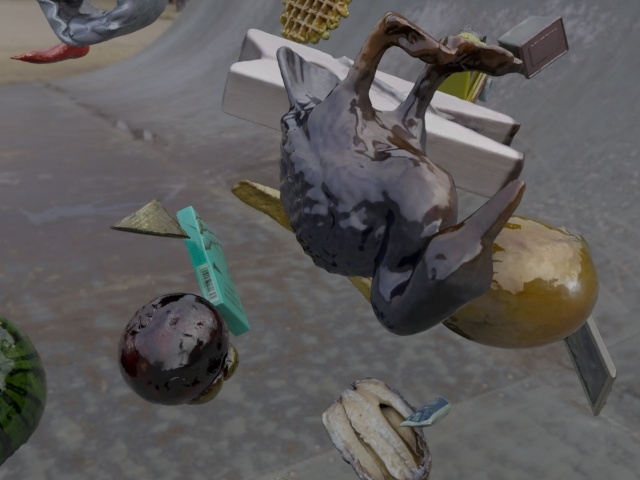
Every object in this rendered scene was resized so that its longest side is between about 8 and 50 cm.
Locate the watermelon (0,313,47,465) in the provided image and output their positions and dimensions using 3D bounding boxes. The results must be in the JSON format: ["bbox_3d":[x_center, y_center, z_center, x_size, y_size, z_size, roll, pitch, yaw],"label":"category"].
[{"bbox_3d":[-0.588,0.220,1.167,0.189,0.331,0.331,-39,3,27],"label":"watermelon"}]

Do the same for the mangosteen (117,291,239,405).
[{"bbox_3d":[-0.244,0.191,1.238,0.209,0.210,0.210,1,20,0],"label":"mangosteen"}]

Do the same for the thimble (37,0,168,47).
[{"bbox_3d":[-0.281,-0.327,0.934,0.151,0.127,0.118,-22,14,23],"label":"thimble"}]

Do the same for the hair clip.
[{"bbox_3d":[0.060,-0.135,0.797,0.330,0.085,0.101,16,49,-4],"label":"hair clip"}]

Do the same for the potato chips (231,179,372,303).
[{"bbox_3d":[0.000,0.000,1.448,0.407,0.057,0.080,39,34,-1],"label":"potato chips"}]

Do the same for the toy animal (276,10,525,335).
[{"bbox_3d":[0.040,-0.062,0.509,0.122,0.186,0.298,9,17,-33],"label":"toy animal"}]

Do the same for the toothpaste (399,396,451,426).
[{"bbox_3d":[0.192,0.301,1.256,0.057,0.035,0.197,-8,-5,24],"label":"toothpaste"}]

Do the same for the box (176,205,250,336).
[{"bbox_3d":[-0.211,0.062,1.425,0.042,0.161,0.227,-24,61,1],"label":"box"}]

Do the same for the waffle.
[{"bbox_3d":[-0.006,-0.452,1.364,0.191,0.191,0.038,22,-4,45],"label":"waffle"}]

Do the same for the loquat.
[{"bbox_3d":[0.244,0.054,0.935,0.227,0.179,0.179,-2,20,-11],"label":"loquat"}]

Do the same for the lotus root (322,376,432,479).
[{"bbox_3d":[0.121,0.372,1.340,0.167,0.078,0.329,-40,25,-2],"label":"lotus root"}]

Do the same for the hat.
[{"bbox_3d":[-0.304,-0.045,1.311,0.145,0.067,0.146,7,-3,0],"label":"hat"}]

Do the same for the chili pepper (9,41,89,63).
[{"bbox_3d":[-0.419,-0.295,1.140,0.045,0.027,0.178,-15,13,25],"label":"chili pepper"}]

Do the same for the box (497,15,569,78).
[{"bbox_3d":[0.307,-0.286,1.055,0.084,0.060,0.063,-37,38,-12],"label":"box"}]

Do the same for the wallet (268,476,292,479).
[{"bbox_3d":[-0.047,0.463,1.157,0.039,0.155,0.110,-20,-24,4],"label":"wallet"}]

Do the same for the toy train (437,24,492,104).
[{"bbox_3d":[0.210,-0.253,1.102,0.089,0.127,0.219,18,48,17],"label":"toy train"}]

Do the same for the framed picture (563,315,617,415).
[{"bbox_3d":[0.585,0.250,1.581,0.019,0.281,0.209,-16,57,4],"label":"framed picture"}]
